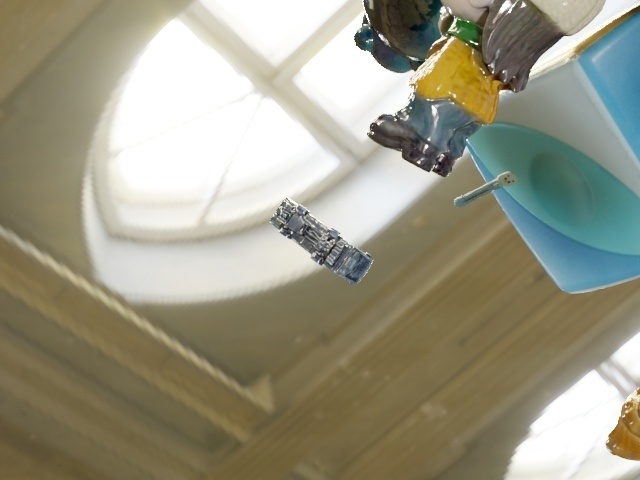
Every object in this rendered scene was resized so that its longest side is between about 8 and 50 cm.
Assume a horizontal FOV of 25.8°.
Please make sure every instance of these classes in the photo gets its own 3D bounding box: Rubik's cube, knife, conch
[{"bbox_3d":[0.476,-0.155,2.101,0.351,0.352,0.347,56,152,-2],"label":"Rubik's cube"},{"bbox_3d":[0.225,-0.068,1.912,0.027,0.096,0.010,40,-147,-40],"label":"knife"},{"bbox_3d":[0.501,0.300,2.160,0.093,0.109,0.330,28,162,17],"label":"conch"}]

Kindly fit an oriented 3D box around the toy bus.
[{"bbox_3d":[0.000,0.000,1.764,0.065,0.047,0.166,33,-177,-43],"label":"toy bus"}]

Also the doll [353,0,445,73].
[{"bbox_3d":[0.144,-0.325,1.923,0.322,0.186,0.198,120,131,-66],"label":"doll"}]

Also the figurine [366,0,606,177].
[{"bbox_3d":[0.198,-0.226,1.561,0.204,0.332,0.185,18,-176,23],"label":"figurine"}]
